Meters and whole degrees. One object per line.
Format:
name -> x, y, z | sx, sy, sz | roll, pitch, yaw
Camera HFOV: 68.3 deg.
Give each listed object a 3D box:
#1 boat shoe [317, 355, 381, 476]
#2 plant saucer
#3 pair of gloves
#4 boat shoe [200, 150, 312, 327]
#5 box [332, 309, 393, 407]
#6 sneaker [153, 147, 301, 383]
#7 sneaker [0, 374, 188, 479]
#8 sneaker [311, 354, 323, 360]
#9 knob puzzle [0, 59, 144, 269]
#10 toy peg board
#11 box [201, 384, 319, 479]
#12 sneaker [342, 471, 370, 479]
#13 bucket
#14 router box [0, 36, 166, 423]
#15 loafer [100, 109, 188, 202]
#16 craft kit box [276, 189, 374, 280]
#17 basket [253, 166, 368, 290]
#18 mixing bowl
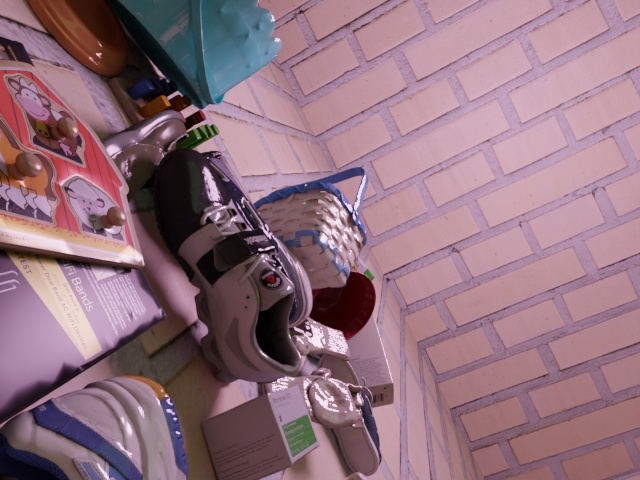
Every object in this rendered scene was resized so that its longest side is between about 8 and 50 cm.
boat shoe -> 0.064, 0.346, 0.970 | 0.254, 0.095, 0.079 | 66, 14, 4
plant saucer -> -0.367, -0.351, 0.726 | 0.200, 0.037, 0.200 | 58, 14, -24
pair of gloves -> -0.012, 0.221, 0.842 | 0.204, 0.042, 0.240 | 25, 29, -25
boat shoe -> -0.144, 0.012, 0.766 | 0.340, 0.127, 0.158 | 56, 19, 0
box -> 0.097, 0.271, 1.173 | 0.275, 0.113, 0.094 | -100, 180, -49
sneaker -> -0.102, 0.031, 0.616 | 0.122, 0.146, 0.330 | -32, 109, -50
sneaker -> -0.150, 0.252, 0.327 | 0.131, 0.112, 0.296 | 1, 61, -56
sneaker -> 0.019, 0.245, 1.069 | 0.144, 0.059, 0.053 | 45, 22, -62
knob puzzle -> -0.224, -0.076, 0.399 | 0.213, 0.030, 0.213 | 59, 13, -22
toy peg board -> -0.255, -0.220, 0.822 | 0.160, 0.079, 0.161 | 62, 12, -12
box -> -0.073, 0.245, 0.595 | 0.087, 0.102, 0.101 | 66, 14, 17
sneaker -> 0.057, 0.466, 0.726 | 0.111, 0.103, 0.252 | 58, 7, -10
bucket -> -0.224, -0.385, 0.843 | 0.281, 0.183, 0.281 | 46, -7, 7
router box -> -0.273, -0.024, 0.355 | 0.308, 0.081, 0.243 | 63, 12, -3
loafer -> -0.246, -0.108, 0.637 | 0.087, 0.094, 0.251 | 63, 22, -21
craft kit box -> 0.000, 0.000, 1.227 | 0.250, 0.061, 0.246 | 35, -7, 41
basket -> -0.035, -0.030, 0.976 | 0.201, 0.255, 0.288 | 52, 36, -39
mixing bowl -> 0.032, 0.142, 1.142 | 0.098, 0.181, 0.181 | 33, -19, 55
